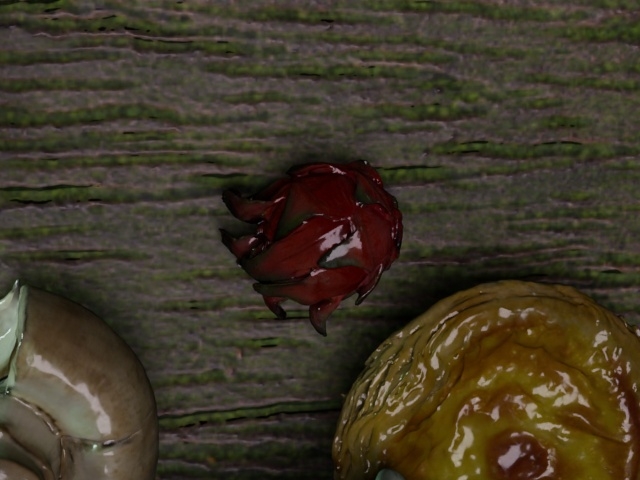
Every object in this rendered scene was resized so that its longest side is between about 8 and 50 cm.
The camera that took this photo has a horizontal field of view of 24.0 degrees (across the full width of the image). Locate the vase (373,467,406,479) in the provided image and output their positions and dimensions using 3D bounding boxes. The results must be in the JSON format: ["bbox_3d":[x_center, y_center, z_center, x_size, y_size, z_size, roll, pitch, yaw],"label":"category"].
[{"bbox_3d":[-0.084,0.298,1.210,0.360,0.165,0.165,-25,108,18],"label":"vase"}]

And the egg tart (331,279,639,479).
[{"bbox_3d":[0.148,0.163,1.288,0.294,0.116,0.295,-2,101,-10],"label":"egg tart"}]

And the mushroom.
[{"bbox_3d":[-0.223,0.178,1.184,0.189,0.195,0.254,28,100,-19],"label":"mushroom"}]

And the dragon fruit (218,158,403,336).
[{"bbox_3d":[-0.002,-0.004,1.225,0.142,0.130,0.121,-42,140,1],"label":"dragon fruit"}]
